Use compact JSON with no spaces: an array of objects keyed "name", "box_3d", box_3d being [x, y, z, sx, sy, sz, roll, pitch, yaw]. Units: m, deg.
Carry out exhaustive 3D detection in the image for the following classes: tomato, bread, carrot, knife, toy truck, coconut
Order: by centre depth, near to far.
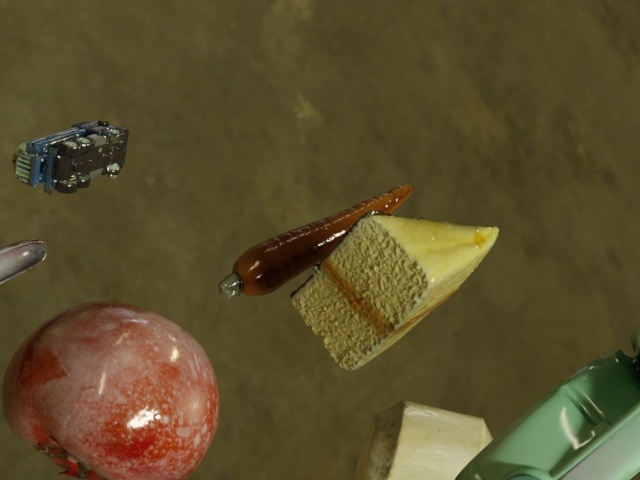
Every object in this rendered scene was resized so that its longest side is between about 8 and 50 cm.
[{"name":"tomato","box_3d":[-0.250,0.193,1.654,0.270,0.270,0.227,44,60,-29]},{"name":"knife","box_3d":[-0.446,0.049,1.654,0.278,0.053,0.123,-39,132,-55]},{"name":"bread","box_3d":[0.099,0.036,1.684,0.178,0.240,0.135,-31,77,-39]},{"name":"coconut","box_3d":[0.160,0.333,1.860,0.222,0.202,0.202,13,49,0]},{"name":"carrot","box_3d":[0.000,0.000,1.862,0.336,0.069,0.069,-26,93,-23]},{"name":"toy truck","box_3d":[-0.357,-0.119,1.894,0.201,0.088,0.074,-31,135,-60]}]

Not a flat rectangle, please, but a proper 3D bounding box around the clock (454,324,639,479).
[{"name":"clock","box_3d":[0.143,0.130,0.781,0.066,0.211,0.159,50,1,17]}]
